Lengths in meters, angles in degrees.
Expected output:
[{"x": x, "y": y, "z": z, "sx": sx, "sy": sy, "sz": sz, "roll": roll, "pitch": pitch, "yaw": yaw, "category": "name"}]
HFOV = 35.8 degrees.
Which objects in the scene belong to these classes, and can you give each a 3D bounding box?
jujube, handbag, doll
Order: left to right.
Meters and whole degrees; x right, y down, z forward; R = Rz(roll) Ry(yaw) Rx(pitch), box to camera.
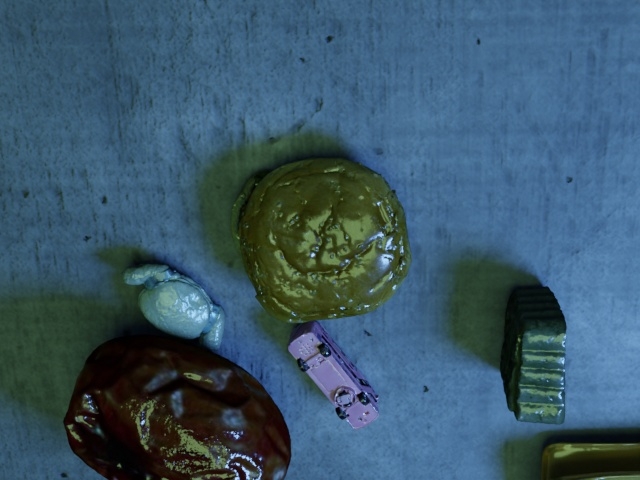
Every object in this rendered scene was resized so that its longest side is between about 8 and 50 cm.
[{"x": -0.242, "y": 0.110, "z": 1.675, "sx": 0.214, "sy": 0.071, "sz": 0.103, "roll": 42, "pitch": 108, "yaw": -17, "category": "doll"}, {"x": -0.230, "y": 0.314, "z": 1.651, "sx": 0.377, "sy": 0.276, "sz": 0.276, "roll": 22, "pitch": 109, "yaw": -6, "category": "jujube"}, {"x": 0.584, "y": 0.485, "z": 1.755, "sx": 0.401, "sy": 0.133, "sz": 0.282, "roll": -4, "pitch": 115, "yaw": 4, "category": "handbag"}]

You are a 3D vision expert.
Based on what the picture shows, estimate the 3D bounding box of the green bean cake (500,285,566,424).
[{"x": 0.350, "y": 0.184, "z": 1.620, "sx": 0.094, "sy": 0.183, "sz": 0.184, "roll": 3, "pitch": 110, "yaw": 5, "category": "green bean cake"}]

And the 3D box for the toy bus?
[{"x": 0.024, "y": 0.227, "z": 1.698, "sx": 0.063, "sy": 0.090, "sz": 0.203, "roll": -34, "pitch": 105, "yaw": 14, "category": "toy bus"}]

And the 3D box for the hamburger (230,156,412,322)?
[{"x": -0.001, "y": 0.002, "z": 1.594, "sx": 0.285, "sy": 0.134, "sz": 0.265, "roll": -13, "pitch": 111, "yaw": 5, "category": "hamburger"}]
